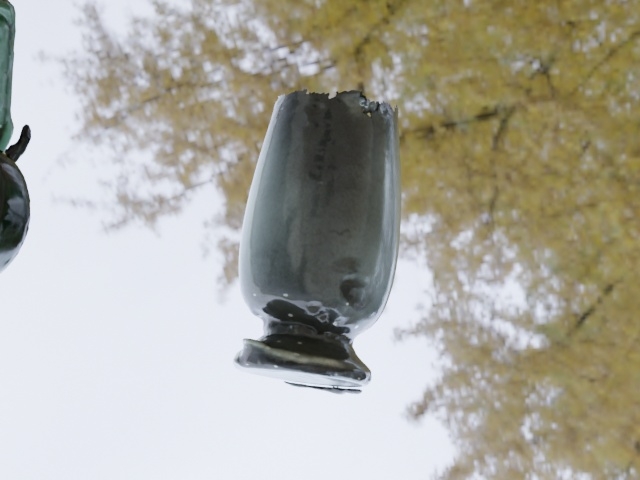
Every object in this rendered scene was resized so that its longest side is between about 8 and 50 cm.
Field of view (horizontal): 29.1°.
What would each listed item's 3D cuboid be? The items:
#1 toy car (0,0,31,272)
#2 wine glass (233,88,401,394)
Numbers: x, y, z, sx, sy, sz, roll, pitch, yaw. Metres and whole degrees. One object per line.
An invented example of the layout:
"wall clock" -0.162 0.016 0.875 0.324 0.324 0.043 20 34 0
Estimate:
"toy car" -0.172 0.062 0.385 0.097 0.141 0.320 3 -95 30
"wine glass" 0.000 0.000 0.859 0.111 0.111 0.204 5 -100 20
